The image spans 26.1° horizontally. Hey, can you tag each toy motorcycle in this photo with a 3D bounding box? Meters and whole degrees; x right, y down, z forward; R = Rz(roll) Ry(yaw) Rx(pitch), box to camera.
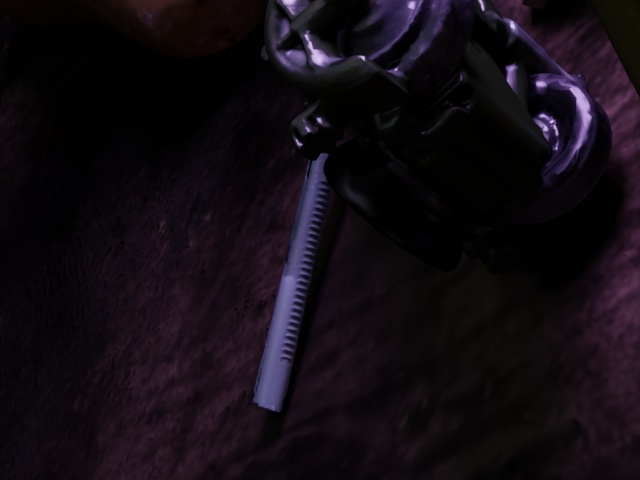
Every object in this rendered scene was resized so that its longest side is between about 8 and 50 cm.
[{"bbox_3d":[0.030,-0.096,0.660,0.127,0.205,0.275,-43,48,16],"label":"toy motorcycle"}]

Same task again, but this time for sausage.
[{"bbox_3d":[-0.181,-0.237,1.153,0.501,0.123,0.136,22,113,58],"label":"sausage"}]

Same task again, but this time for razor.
[{"bbox_3d":[-0.006,-0.002,0.801,0.084,0.036,0.211,-10,57,53],"label":"razor"}]

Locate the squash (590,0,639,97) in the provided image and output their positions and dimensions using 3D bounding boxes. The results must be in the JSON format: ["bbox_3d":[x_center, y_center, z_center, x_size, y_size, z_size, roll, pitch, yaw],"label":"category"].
[{"bbox_3d":[0.213,-0.137,0.566,0.220,0.133,0.220,-28,34,21],"label":"squash"}]

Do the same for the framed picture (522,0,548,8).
[{"bbox_3d":[0.136,-0.277,0.741,0.184,0.016,0.250,100,177,-59],"label":"framed picture"}]
